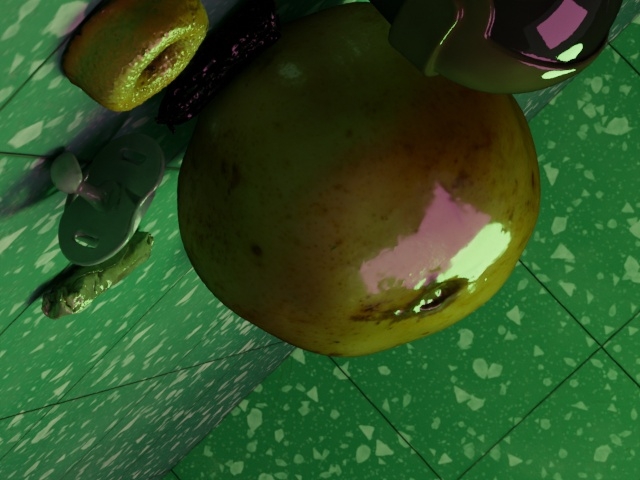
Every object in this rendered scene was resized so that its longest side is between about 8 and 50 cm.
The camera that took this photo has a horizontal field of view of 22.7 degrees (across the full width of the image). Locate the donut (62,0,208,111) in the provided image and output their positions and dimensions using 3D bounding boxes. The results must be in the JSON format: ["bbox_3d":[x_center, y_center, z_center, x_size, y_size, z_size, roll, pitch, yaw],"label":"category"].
[{"bbox_3d":[-0.159,-0.173,1.418,0.152,0.058,0.152,-42,173,-7],"label":"donut"}]

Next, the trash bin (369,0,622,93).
[{"bbox_3d":[0.099,-0.261,1.237,0.214,0.334,0.214,-40,170,-8],"label":"trash bin"}]

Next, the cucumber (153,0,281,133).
[{"bbox_3d":[-0.104,-0.183,1.623,0.181,0.053,0.053,-43,171,12],"label":"cucumber"}]

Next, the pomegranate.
[{"bbox_3d":[0.034,-0.069,1.765,0.416,0.417,0.417,-41,170,-9],"label":"pomegranate"}]

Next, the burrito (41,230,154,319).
[{"bbox_3d":[-0.266,0.039,1.950,0.058,0.045,0.188,-17,-166,44],"label":"burrito"}]

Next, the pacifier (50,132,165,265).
[{"bbox_3d":[-0.230,-0.054,1.601,0.116,0.126,0.150,36,84,-44],"label":"pacifier"}]
